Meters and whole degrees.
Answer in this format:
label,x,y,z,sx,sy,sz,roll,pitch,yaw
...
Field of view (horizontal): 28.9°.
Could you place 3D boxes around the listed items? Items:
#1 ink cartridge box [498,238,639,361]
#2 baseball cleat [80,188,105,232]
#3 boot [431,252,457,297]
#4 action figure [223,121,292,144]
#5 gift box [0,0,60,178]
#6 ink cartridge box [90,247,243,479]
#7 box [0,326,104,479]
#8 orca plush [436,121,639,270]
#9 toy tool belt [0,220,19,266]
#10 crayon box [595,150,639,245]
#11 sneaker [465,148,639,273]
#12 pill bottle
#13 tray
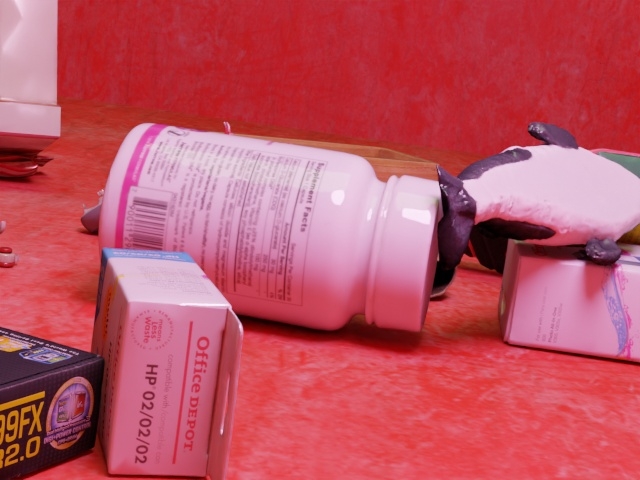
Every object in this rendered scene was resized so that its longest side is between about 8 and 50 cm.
label,x,y,z,sx,sy,sz,roll,pitch,yaw
ink cartridge box,0.284,0.056,1.198,0.212,0.093,0.154,6,10,5
baseball cleat,-0.165,-0.028,1.404,0.205,0.109,0.072,-22,-4,4
boot,0.000,0.000,1.293,0.305,0.112,0.115,7,20,-17
action figure,-0.078,-0.097,1.705,0.091,0.139,0.280,7,12,6
gift box,-0.492,-0.215,1.724,0.255,0.258,0.276,2,-9,-21
ink cartridge box,-0.098,0.073,0.744,0.061,0.104,0.181,4,10,-17
box,-0.292,0.079,0.690,0.270,0.060,0.216,12,10,26
orca plush,0.186,-0.014,1.134,0.287,0.102,0.151,-24,75,-47
toy tool belt,-0.329,-0.007,1.193,0.083,0.051,0.052,11,10,19
crayon box,0.426,0.010,1.325,0.318,0.081,0.202,9,-29,1
sneaker,0.300,-0.043,1.484,0.313,0.116,0.136,-2,49,15
pill bottle,-0.039,-0.007,1.105,0.283,0.160,0.160,10,10,9
tray,-0.031,-0.123,2.066,0.410,0.076,0.203,4,10,-26
